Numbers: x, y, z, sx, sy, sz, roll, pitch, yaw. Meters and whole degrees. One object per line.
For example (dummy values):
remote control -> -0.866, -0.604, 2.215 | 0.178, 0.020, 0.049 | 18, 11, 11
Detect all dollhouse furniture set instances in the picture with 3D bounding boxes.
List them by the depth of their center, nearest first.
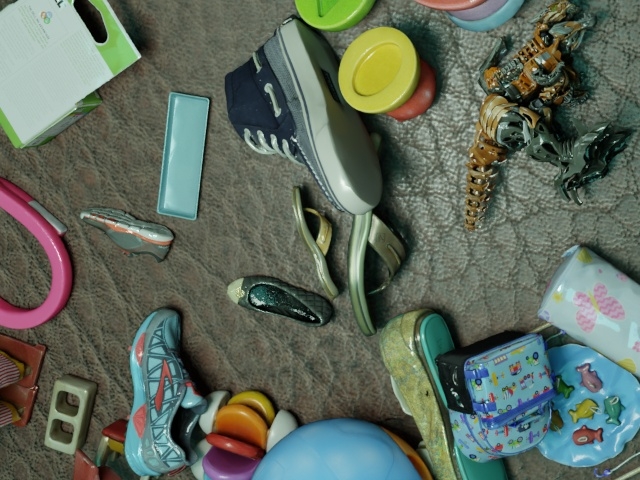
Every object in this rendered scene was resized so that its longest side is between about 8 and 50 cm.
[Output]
dollhouse furniture set -> -0.439, 0.280, 1.788 | 0.374, 0.201, 0.152 | 17, 104, 13

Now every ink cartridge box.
ink cartridge box -> -0.402, -0.287, 1.728 | 0.255, 0.097, 0.189 | -31, 90, 17

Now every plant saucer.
plant saucer -> -0.211, -0.131, 1.743 | 0.067, 0.018, 0.192 | 11, 104, 14

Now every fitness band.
fitness band -> -0.531, 0.017, 1.844 | 0.290, 0.054, 0.209 | 38, 108, 8

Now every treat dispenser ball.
treat dispenser ball -> 0.032, 0.402, 1.627 | 0.288, 0.288, 0.288 | 3, 101, 16

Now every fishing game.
fishing game -> 0.371, 0.241, 1.631 | 0.189, 0.041, 0.264 | -29, 89, 20

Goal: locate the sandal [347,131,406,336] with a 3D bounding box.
sandal -> 0.084, -0.004, 1.633 | 0.086, 0.120, 0.303 | 4, 101, 1

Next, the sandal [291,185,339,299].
sandal -> 0.000, 0.000, 1.682 | 0.049, 0.072, 0.180 | -21, 95, 3

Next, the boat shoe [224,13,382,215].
boat shoe -> -0.031, -0.146, 1.581 | 0.158, 0.127, 0.341 | -34, 52, 24

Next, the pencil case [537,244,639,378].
pencil case -> 0.438, 0.118, 1.551 | 0.273, 0.113, 0.124 | 30, 88, 8

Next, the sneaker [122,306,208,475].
sneaker -> -0.223, 0.233, 1.739 | 0.125, 0.104, 0.262 | -4, 78, 26

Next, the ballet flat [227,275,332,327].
ballet flat -> -0.064, 0.092, 1.723 | 0.173, 0.049, 0.058 | 13, 103, 14

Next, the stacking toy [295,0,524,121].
stacking toy -> 0.129, -0.341, 1.586 | 0.309, 0.130, 0.279 | -46, 60, 16

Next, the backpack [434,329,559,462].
backpack -> 0.257, 0.227, 1.576 | 0.158, 0.117, 0.173 | -15, 96, -27

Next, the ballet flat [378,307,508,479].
ballet flat -> 0.178, 0.269, 1.664 | 0.123, 0.123, 0.349 | -20, 95, 19

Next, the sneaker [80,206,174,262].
sneaker -> -0.312, -0.005, 1.775 | 0.157, 0.061, 0.065 | 20, 111, 13

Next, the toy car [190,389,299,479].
toy car -> -0.129, 0.329, 1.740 | 0.159, 0.136, 0.182 | 14, 104, 13

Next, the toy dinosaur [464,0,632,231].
toy dinosaur -> 0.297, -0.161, 1.547 | 0.218, 0.164, 0.322 | 35, 127, 23
